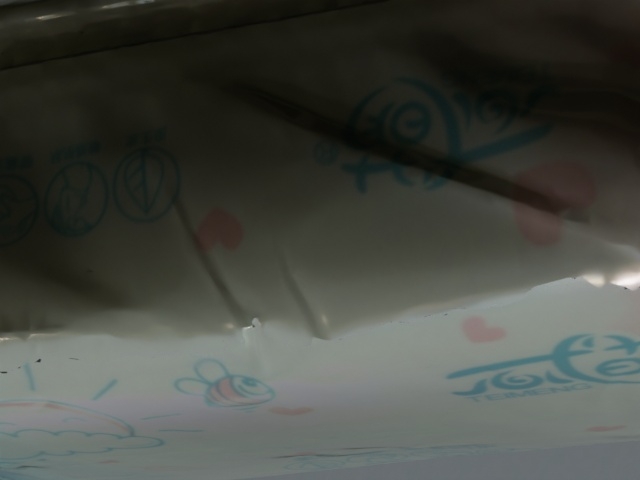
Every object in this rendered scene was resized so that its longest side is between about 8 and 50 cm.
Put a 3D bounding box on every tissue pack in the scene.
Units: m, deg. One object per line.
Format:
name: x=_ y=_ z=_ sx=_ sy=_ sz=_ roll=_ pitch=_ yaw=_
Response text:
tissue pack: x=0.001 y=0.001 z=0.545 sx=0.271 sy=0.201 sz=0.124 roll=-9 pitch=-105 yaw=19
